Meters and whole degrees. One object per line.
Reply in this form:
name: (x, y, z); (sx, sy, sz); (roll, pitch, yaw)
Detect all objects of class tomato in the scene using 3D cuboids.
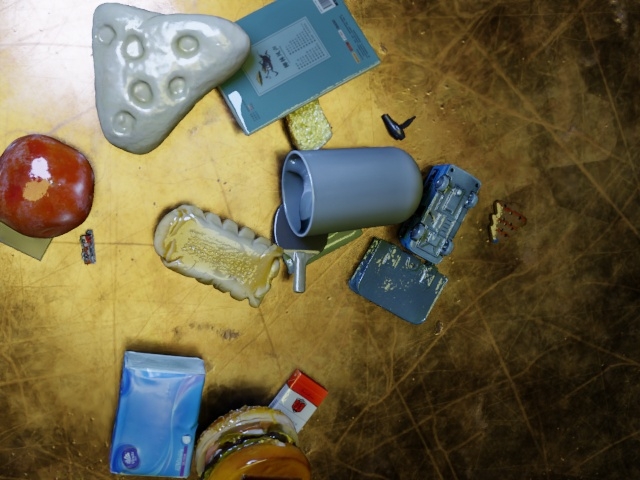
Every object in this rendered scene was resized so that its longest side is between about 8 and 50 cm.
tomato: (-0.605, -0.114, 1.549); (0.232, 0.189, 0.231); (0, 90, -21)

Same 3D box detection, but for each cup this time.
cup: (0.080, -0.124, 1.721); (0.313, 0.205, 0.205); (-6, 100, -22)

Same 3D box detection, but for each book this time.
book: (-0.079, -0.446, 1.694); (0.380, 0.031, 0.264); (-30, 86, -8)
book: (-0.700, -0.047, 1.630); (0.182, 0.014, 0.127); (29, 90, -17)

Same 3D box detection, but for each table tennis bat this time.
table tennis bat: (-0.048, 0.009, 1.772); (0.138, 0.022, 0.246); (3, 78, -6)

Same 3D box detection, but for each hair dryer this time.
hair dryer: (0.211, -0.309, 1.839); (0.083, 0.031, 0.079); (-39, 98, -21)

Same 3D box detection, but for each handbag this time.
handbag: (0.210, 0.105, 1.877); (0.229, 0.062, 0.179); (31, 89, -18)

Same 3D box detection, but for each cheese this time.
cheese: (-0.343, -0.348, 1.597); (0.351, 0.129, 0.328); (7, 100, -2)

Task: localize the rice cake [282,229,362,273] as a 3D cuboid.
rice cake: (-0.001, 0.001, 1.815); (0.222, 0.042, 0.080); (-29, 106, -9)

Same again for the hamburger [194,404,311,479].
hamburger: (-0.174, 0.544, 1.731); (0.291, 0.225, 0.290); (-12, 130, -16)

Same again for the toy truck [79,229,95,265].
toy truck: (-0.551, 0.017, 1.675); (0.032, 0.024, 0.083); (-13, 105, -36)

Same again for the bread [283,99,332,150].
bread: (-0.039, -0.301, 1.747); (0.103, 0.065, 0.187); (-27, 101, -9)

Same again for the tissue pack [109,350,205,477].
tissue pack: (-0.394, 0.422, 1.716); (0.198, 0.146, 0.263); (9, 96, -16)

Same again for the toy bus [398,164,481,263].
toy bus: (0.303, -0.070, 1.839); (0.114, 0.134, 0.246); (28, 89, -20)

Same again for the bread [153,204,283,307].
bread: (-0.248, 0.027, 1.708); (0.311, 0.121, 0.172); (28, 92, -17)

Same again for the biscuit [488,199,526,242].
biscuit: (0.512, -0.047, 1.959); (0.120, 0.019, 0.129); (30, 90, -17)

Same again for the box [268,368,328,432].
box: (-0.065, 0.428, 1.862); (0.100, 0.048, 0.152); (38, 85, -19)
